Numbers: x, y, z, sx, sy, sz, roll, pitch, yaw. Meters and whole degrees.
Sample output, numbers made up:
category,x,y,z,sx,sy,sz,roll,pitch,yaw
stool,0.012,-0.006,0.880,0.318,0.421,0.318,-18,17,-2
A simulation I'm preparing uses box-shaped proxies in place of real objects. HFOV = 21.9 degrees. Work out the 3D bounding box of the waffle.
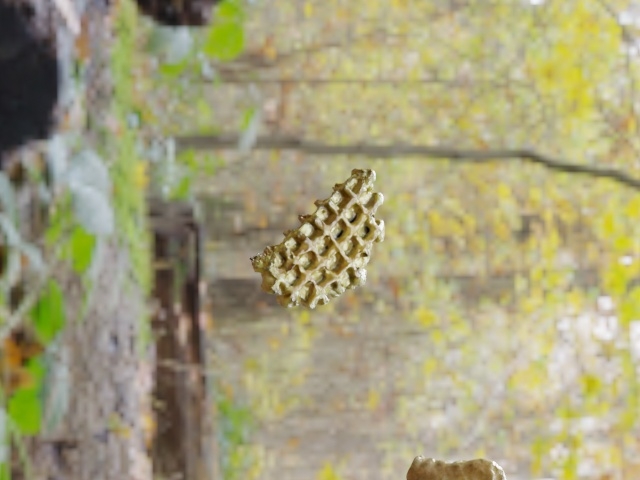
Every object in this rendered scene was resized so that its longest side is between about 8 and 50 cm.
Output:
category,x,y,z,sx,sy,sz,roll,pitch,yaw
waffle,0.000,0.000,2.018,0.046,0.192,0.161,14,-70,53

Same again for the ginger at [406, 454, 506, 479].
category,x,y,z,sx,sy,sz,roll,pitch,yaw
ginger,0.151,0.364,1.986,0.102,0.157,0.216,-20,113,-80
